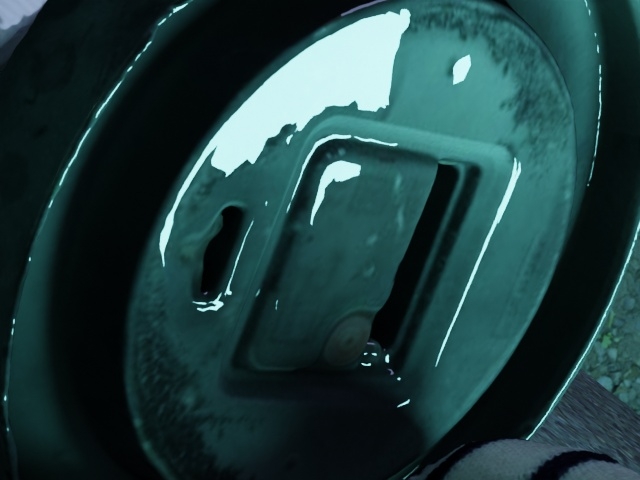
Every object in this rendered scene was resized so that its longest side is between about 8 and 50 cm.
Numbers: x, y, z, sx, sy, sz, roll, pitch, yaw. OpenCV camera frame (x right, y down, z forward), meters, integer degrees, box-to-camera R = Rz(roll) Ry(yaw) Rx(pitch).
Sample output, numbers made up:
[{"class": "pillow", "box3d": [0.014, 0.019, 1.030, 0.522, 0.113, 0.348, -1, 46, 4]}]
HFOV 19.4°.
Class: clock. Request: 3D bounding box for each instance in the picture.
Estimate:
[{"class": "clock", "box3d": [0.002, 0.001, 0.698, 0.061, 0.312, 0.313, 34, 3, 41]}]

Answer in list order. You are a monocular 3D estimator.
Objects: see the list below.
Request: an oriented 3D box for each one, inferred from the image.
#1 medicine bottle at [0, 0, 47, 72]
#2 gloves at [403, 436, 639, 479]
[{"class": "medicine bottle", "box3d": [-0.253, -0.146, 0.725, 0.332, 0.190, 0.190, 46, 6, -3]}, {"class": "gloves", "box3d": [0.070, 0.144, 0.638, 0.219, 0.140, 0.131, -137, -144, -67]}]
